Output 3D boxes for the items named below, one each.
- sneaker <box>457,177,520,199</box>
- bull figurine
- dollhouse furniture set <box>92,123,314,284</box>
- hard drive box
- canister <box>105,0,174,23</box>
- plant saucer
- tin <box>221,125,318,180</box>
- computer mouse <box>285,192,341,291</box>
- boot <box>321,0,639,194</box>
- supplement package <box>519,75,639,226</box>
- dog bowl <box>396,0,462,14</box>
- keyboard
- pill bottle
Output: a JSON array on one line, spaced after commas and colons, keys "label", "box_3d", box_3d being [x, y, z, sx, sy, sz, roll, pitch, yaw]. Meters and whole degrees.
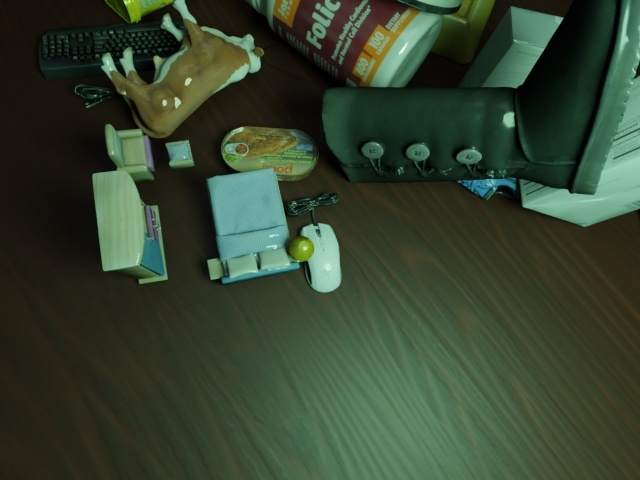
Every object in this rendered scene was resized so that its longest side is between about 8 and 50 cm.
[{"label": "sneaker", "box_3d": [0.322, -0.135, 0.902, 0.210, 0.069, 0.082, 12, 72, -5]}, {"label": "bull figurine", "box_3d": [-0.258, -0.343, 0.845, 0.188, 0.101, 0.310, 47, 73, -19]}, {"label": "dollhouse furniture set", "box_3d": [-0.175, -0.077, 0.707, 0.304, 0.198, 0.286, -9, 81, -11]}, {"label": "hard drive box", "box_3d": [0.420, -0.344, 0.907, 0.181, 0.232, 0.089, 10, 69, -6]}, {"label": "canister", "box_3d": [-0.374, -0.554, 0.936, 0.170, 0.073, 0.126, -39, 72, -21]}, {"label": "plant saucer", "box_3d": [0.269, -0.637, 1.023, 0.333, 0.081, 0.332, 22, 85, 0]}, {"label": "tin", "box_3d": [-0.100, -0.170, 0.863, 0.190, 0.040, 0.106, 2, 66, -8]}, {"label": "computer mouse", "box_3d": [0.000, 0.000, 0.813, 0.106, 0.042, 0.192, -8, 71, -13]}, {"label": "boot", "box_3d": [0.211, -0.226, 0.684, 0.446, 0.367, 0.146, 11, 54, 26]}, {"label": "supplement package", "box_3d": [0.550, -0.152, 0.816, 0.204, 0.262, 0.145, 12, 68, -26]}, {"label": "dog bowl", "box_3d": [0.123, -0.597, 0.786, 0.408, 0.150, 0.407, 16, 47, -18]}, {"label": "keyboard", "box_3d": [-0.401, -0.372, 0.892, 0.318, 0.033, 0.201, -12, 73, -13]}, {"label": "pill bottle", "box_3d": [0.032, -0.476, 0.896, 0.392, 0.224, 0.224, 39, 69, 6]}]
